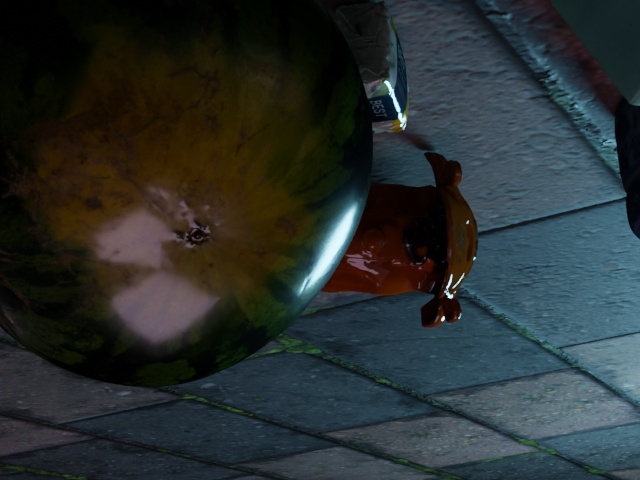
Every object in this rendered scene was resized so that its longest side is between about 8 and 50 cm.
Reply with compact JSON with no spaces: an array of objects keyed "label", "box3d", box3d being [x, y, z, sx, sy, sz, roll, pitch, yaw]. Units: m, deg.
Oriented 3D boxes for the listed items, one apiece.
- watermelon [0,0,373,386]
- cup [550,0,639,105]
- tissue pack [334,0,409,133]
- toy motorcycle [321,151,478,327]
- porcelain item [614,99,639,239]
[{"label":"watermelon","box3d":[-0.101,-0.054,0.720,0.269,0.269,0.269,-4,160,-2]},{"label":"cup","box3d":[0.233,-0.177,0.635,0.148,0.134,0.235,-1,159,-18]},{"label":"tissue pack","box3d":[0.035,-0.114,0.855,0.042,0.062,0.083,-3,160,12]},{"label":"toy motorcycle","box3d":[0.000,0.000,1.060,0.326,0.147,0.221,-1,-177,-26]},{"label":"porcelain item","box3d":[0.310,-0.059,0.995,0.147,0.114,0.147,-4,159,-1]}]
